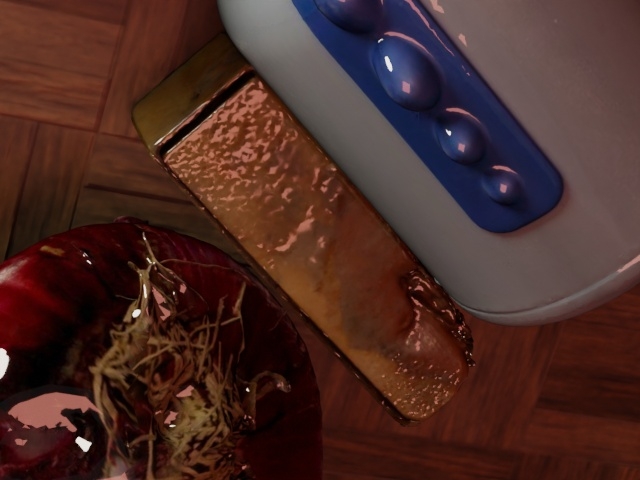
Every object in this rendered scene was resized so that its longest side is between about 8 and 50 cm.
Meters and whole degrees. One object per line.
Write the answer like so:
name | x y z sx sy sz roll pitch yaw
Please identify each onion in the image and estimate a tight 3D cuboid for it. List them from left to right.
onion | -0.139 0.144 1.174 0.314 0.232 0.314 5 81 -35

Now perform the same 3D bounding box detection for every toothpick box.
toothpick box | 0.084 -0.131 1.093 0.263 0.263 0.354 -41 116 4

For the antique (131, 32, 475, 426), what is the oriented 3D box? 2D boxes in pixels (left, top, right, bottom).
antique | 0.000 0.000 1.224 0.093 0.087 0.310 -40 117 2
